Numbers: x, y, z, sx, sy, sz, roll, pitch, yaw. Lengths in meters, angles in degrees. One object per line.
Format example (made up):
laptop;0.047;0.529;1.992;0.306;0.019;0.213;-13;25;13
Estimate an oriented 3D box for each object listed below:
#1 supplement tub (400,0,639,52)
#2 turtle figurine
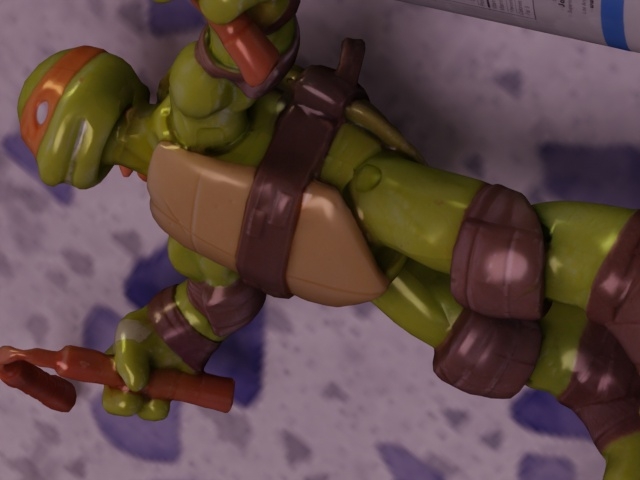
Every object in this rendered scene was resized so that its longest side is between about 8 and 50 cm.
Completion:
supplement tub;0.045;-0.089;0.469;0.107;0.071;0.071;15;120;19
turtle figurine;0.000;0.000;0.529;0.217;0.087;0.269;24;144;9
